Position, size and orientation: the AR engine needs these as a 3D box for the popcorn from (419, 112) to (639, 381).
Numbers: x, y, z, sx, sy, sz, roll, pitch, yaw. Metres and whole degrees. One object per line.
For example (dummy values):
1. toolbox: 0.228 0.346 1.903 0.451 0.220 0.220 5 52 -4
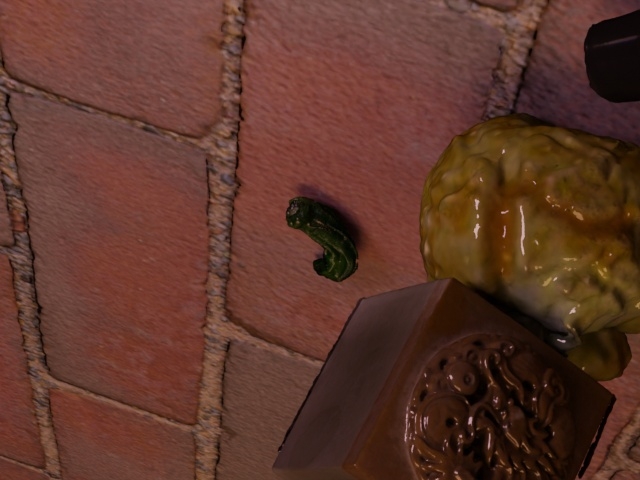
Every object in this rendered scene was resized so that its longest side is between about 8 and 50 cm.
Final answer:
1. popcorn: 0.161 0.013 1.056 0.198 0.198 0.212 8 129 22

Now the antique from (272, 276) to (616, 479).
1. antique: 0.083 0.125 0.996 0.152 0.147 0.148 35 157 -17

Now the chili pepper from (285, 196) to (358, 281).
1. chili pepper: 0.008 0.001 1.284 0.055 0.035 0.118 23 162 23

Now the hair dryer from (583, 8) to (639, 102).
1. hair dryer: 0.213 -0.209 0.786 0.303 0.120 0.359 -1 133 48
